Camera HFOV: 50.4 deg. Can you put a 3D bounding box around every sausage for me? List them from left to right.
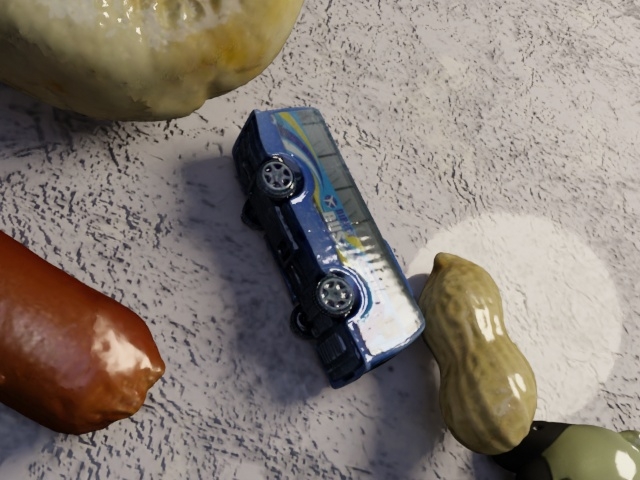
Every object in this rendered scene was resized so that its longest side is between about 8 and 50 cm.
[{"bbox_3d":[-0.270,0.023,0.471,0.348,0.094,0.097,32,48,0],"label":"sausage"}]

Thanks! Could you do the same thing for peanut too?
[{"bbox_3d":[0.125,0.086,0.561,0.082,0.082,0.187,0,50,-17],"label":"peanut"}]

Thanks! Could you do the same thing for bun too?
[{"bbox_3d":[-0.172,-0.271,0.560,0.365,0.219,0.365,2,83,-19],"label":"bun"}]

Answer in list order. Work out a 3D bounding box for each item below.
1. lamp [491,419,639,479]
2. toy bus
[{"bbox_3d":[0.174,0.243,0.474,0.198,0.197,0.244,38,40,1],"label":"lamp"},{"bbox_3d":[0.003,-0.002,0.573,0.094,0.079,0.236,-19,74,-25],"label":"toy bus"}]
